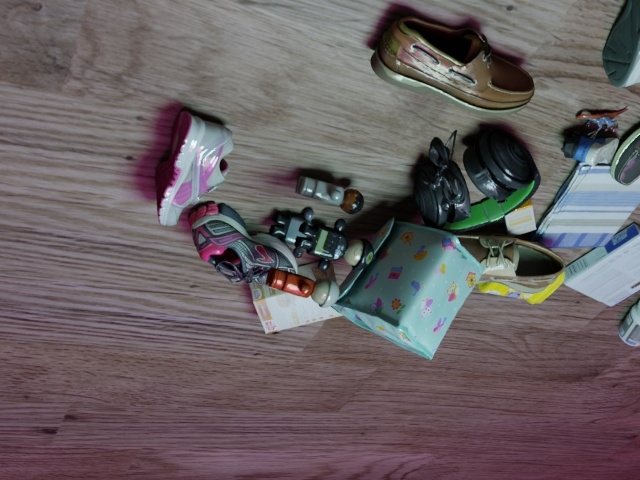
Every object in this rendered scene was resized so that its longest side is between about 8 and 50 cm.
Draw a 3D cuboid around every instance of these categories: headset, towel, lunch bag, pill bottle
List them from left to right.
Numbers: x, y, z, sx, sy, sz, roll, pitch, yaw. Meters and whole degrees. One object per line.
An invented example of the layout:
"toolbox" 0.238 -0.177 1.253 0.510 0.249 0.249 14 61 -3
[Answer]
"lunch bag" 0.151 0.080 1.772 0.160 0.262 0.223 44 75 -39
"headset" 0.290 -0.093 1.697 0.243 0.185 0.394 -27 153 17
"towel" 0.594 -0.078 1.940 0.209 0.034 0.285 0 142 -17
"pill bottle" 0.852 0.214 2.372 0.078 0.078 0.137 -5 143 -11

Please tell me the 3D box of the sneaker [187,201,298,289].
"sneaker" -0.155 0.041 1.797 0.121 0.112 0.299 -32 141 23

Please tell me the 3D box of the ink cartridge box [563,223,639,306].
"ink cartridge box" 0.729 0.064 2.161 0.224 0.045 0.223 24 129 -40

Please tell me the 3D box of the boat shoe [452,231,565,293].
"boat shoe" 0.378 0.034 1.916 0.325 0.123 0.116 7 160 -20

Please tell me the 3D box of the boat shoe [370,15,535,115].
"boat shoe" 0.241 -0.290 1.482 0.308 0.110 0.104 6 141 -25

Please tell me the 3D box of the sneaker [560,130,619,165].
"sneaker" 0.528 -0.187 1.765 0.152 0.085 0.058 -21 131 -51

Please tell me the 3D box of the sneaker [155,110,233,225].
"sneaker" -0.223 -0.112 1.579 0.111 0.102 0.252 8 139 -24

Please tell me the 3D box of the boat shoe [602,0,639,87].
"boat shoe" 0.573 -0.379 1.474 0.103 0.118 0.320 -11 148 -14

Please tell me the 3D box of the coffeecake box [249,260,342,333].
"coffeecake box" -0.051 0.125 1.977 0.186 0.068 0.142 -14 144 0

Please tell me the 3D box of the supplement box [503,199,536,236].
"supplement box" 0.424 -0.054 1.916 0.062 0.036 0.098 -17 144 7

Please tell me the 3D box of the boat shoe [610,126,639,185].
"boat shoe" 0.661 -0.190 1.756 0.080 0.073 0.223 16 124 -29

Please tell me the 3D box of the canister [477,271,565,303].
"canister" 0.463 0.082 2.080 0.170 0.073 0.126 11 137 -27

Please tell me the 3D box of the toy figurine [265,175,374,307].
"toy figurine" 0.000 0.000 1.707 0.148 0.209 0.213 17 135 -19

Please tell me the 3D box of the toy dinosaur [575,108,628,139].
"toy dinosaur" 0.534 -0.237 1.724 0.082 0.047 0.090 28 95 -31
